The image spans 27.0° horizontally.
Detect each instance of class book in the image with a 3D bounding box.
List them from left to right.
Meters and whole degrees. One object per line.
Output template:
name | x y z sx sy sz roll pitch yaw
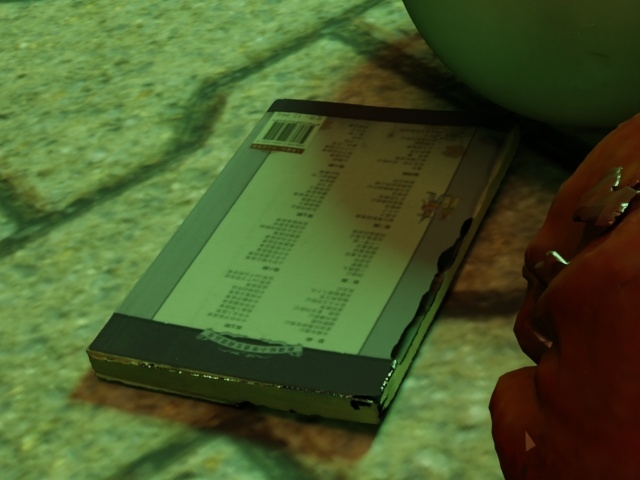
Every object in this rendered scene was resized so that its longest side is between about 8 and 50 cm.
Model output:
book | 0.000 0.001 0.708 0.157 0.026 0.231 7 42 25

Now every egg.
egg | 0.138 -0.175 0.742 0.202 0.203 0.283 -11 37 1

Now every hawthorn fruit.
hawthorn fruit | 0.196 0.075 0.436 0.299 0.211 0.211 23 49 21
